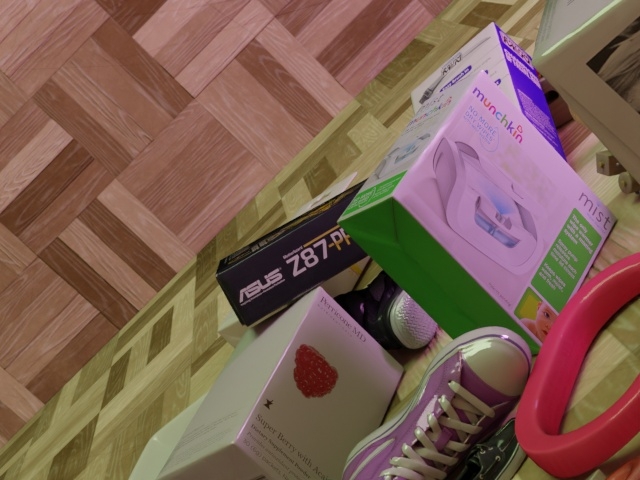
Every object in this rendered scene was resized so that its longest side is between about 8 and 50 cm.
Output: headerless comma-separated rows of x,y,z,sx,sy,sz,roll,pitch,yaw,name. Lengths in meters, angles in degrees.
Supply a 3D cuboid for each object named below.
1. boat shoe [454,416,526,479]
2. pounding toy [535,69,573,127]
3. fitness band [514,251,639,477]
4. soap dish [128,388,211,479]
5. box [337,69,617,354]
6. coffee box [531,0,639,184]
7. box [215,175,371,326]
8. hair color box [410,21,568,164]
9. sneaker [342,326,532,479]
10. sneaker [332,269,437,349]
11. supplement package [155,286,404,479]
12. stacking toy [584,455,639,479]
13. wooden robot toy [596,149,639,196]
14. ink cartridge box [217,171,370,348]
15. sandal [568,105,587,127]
0.167,0.231,1.171,0.142,0.040,0.049,-51,14,-22,boat shoe
0.351,-0.223,1.851,0.181,0.094,0.206,-31,19,47,pounding toy
0.294,0.110,1.134,0.209,0.054,0.291,-35,15,47,fitness band
-0.188,0.358,1.714,0.229,0.118,0.291,-39,14,26,soap dish
0.191,-0.024,1.380,0.231,0.262,0.127,-53,15,-31,box
0.429,-0.192,0.982,0.334,0.338,0.337,-36,16,32,coffee box
0.000,0.000,1.741,0.318,0.097,0.395,-28,3,-2,box
0.250,-0.158,1.738,0.185,0.110,0.339,-39,34,27,hair color box
0.120,0.223,1.209,0.282,0.102,0.161,-52,5,23,sneaker
0.102,0.065,1.676,0.153,0.101,0.268,-20,29,30,sneaker
-0.045,0.237,1.505,0.175,0.177,0.293,-34,18,41,supplement package
0.173,0.312,0.885,0.309,0.130,0.279,-42,-13,5,stacking toy
0.413,-0.093,1.391,0.079,0.076,0.173,-13,1,-21,wooden robot toy
-0.019,0.052,2.105,0.207,0.119,0.353,-31,20,46,ink cartridge box
0.380,-0.156,1.422,0.079,0.088,0.240,-23,17,-28,sandal
